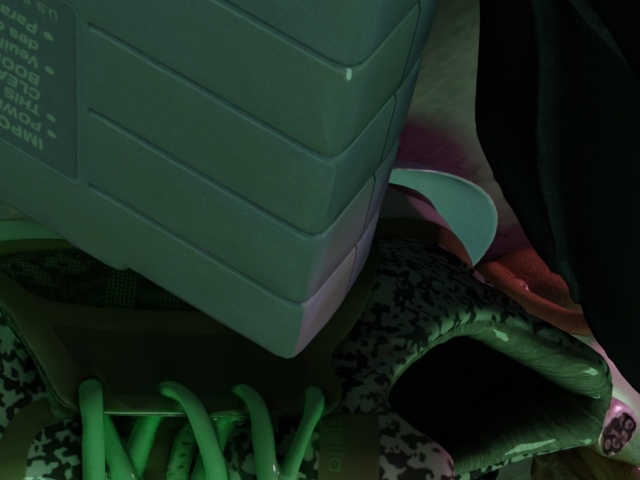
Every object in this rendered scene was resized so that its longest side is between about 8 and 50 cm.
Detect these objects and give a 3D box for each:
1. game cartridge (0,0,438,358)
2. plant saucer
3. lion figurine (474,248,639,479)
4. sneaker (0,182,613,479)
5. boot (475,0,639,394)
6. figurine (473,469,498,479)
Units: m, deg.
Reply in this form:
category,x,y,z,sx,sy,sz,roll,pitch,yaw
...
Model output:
category,x,y,z,sx,sy,sz,roll,pitch,yaw
game cartridge,-0.133,-0.120,0.485,0.068,0.355,0.230,-55,169,-24
plant saucer,0.000,0.000,1.050,0.195,0.037,0.195,-13,153,-7
lion figurine,0.177,0.091,1.202,0.142,0.240,0.392,-42,137,-10
sneaker,-0.037,0.071,0.733,0.410,0.182,0.158,-19,117,-42
boot,0.145,-0.009,0.600,0.146,0.367,0.445,-16,156,-3
figurine,-0.002,0.111,1.222,0.215,0.092,0.209,-16,145,1
